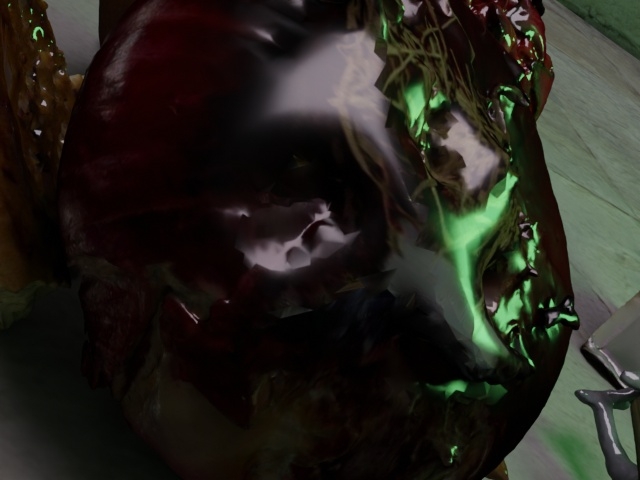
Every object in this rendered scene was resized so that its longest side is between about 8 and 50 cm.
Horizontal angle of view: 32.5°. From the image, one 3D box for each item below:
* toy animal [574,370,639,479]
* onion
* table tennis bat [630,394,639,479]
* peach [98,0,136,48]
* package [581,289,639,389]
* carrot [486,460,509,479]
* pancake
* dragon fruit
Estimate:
[{"bbox_3d":[0.244,0.178,0.781,0.367,0.081,0.205,27,41,-29],"label":"toy animal"},{"bbox_3d":[0.000,0.000,0.572,0.314,0.232,0.313,14,69,-40],"label":"onion"},{"bbox_3d":[0.205,0.197,0.637,0.154,0.021,0.274,23,40,-8],"label":"table tennis bat"},{"bbox_3d":[-0.023,-0.143,0.773,0.252,0.252,0.252,32,24,-16],"label":"peach"},{"bbox_3d":[0.438,0.142,1.046,0.311,0.165,0.221,48,24,18],"label":"package"},{"bbox_3d":[0.051,0.079,0.707,0.205,0.072,0.072,46,24,7],"label":"carrot"},{"bbox_3d":[-0.146,-0.079,0.590,0.244,0.057,0.266,34,48,-66],"label":"pancake"},{"bbox_3d":[0.116,-0.179,1.094,0.234,0.233,0.293,36,5,-8],"label":"dragon fruit"}]
